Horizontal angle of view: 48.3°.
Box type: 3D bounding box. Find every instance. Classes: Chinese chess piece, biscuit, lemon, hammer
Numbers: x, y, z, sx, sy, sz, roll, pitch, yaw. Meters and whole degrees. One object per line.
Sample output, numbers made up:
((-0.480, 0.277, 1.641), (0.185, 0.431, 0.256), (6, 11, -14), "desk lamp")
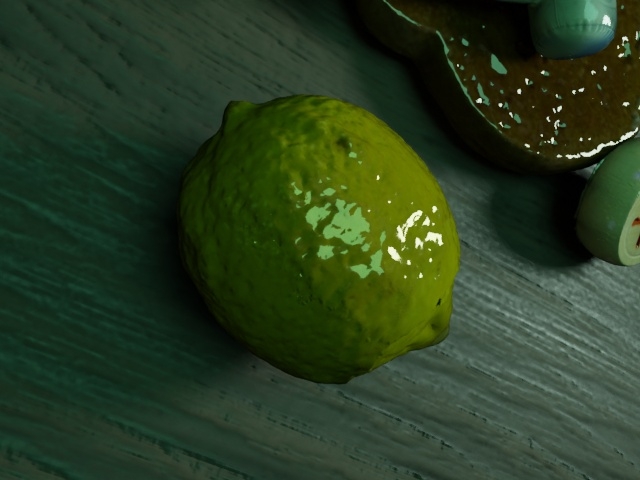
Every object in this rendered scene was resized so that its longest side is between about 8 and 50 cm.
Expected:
((0.290, -0.035, 0.657), (0.122, 0.051, 0.122), (-24, 131, -31), "Chinese chess piece")
((0.166, -0.234, 0.651), (0.314, 0.063, 0.367), (-18, 90, -23), "biscuit")
((-0.002, -0.002, 0.474), (0.193, 0.181, 0.180), (43, 65, -38), "lemon")
((0.148, -0.210, 0.575), (0.194, 0.069, 0.116), (0, 83, -18), "hammer")
